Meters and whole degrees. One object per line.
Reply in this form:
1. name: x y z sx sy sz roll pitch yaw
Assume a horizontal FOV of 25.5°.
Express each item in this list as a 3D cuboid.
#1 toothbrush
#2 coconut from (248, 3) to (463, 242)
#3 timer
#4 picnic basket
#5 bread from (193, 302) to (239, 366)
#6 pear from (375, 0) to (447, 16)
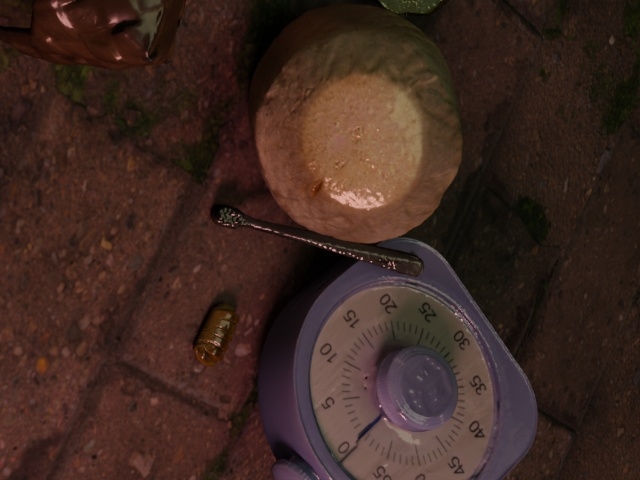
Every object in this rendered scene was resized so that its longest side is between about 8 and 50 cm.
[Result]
1. toothbrush: 0.000 0.000 1.862 0.297 0.030 0.030 15 85 -13
2. coconut: 0.042 -0.155 1.808 0.328 0.328 0.329 -12 108 -41
3. timer: 0.091 0.217 1.914 0.395 0.173 0.395 7 76 -28
4. picnic basket: -0.277 -0.339 1.489 0.337 0.337 0.293 15 97 -44
5. bread: -0.134 0.125 1.864 0.049 0.033 0.088 41 71 -47
6. pear: 0.121 -0.377 1.933 0.141 0.104 0.141 -4 112 -9
